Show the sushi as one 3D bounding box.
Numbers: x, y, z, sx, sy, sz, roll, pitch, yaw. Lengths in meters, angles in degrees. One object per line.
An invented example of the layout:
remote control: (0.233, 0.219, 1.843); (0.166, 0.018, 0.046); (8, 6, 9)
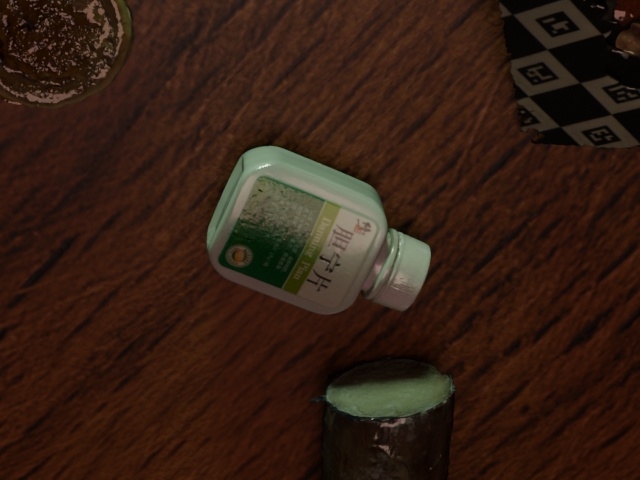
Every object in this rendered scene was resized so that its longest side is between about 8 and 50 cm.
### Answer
sushi: (0.271, -0.164, 1.092); (0.264, 0.050, 0.290); (4, 152, 19)

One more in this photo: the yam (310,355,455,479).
yam: (0.054, 0.246, 1.309); (0.131, 0.131, 0.279); (1, 115, -4)

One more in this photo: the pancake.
pancake: (-0.223, -0.173, 1.157); (0.139, 0.022, 0.139); (-2, 113, -4)

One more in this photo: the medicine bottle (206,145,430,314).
medicine bottle: (0.000, 0.000, 1.225); (0.183, 0.069, 0.119); (22, 108, -14)
